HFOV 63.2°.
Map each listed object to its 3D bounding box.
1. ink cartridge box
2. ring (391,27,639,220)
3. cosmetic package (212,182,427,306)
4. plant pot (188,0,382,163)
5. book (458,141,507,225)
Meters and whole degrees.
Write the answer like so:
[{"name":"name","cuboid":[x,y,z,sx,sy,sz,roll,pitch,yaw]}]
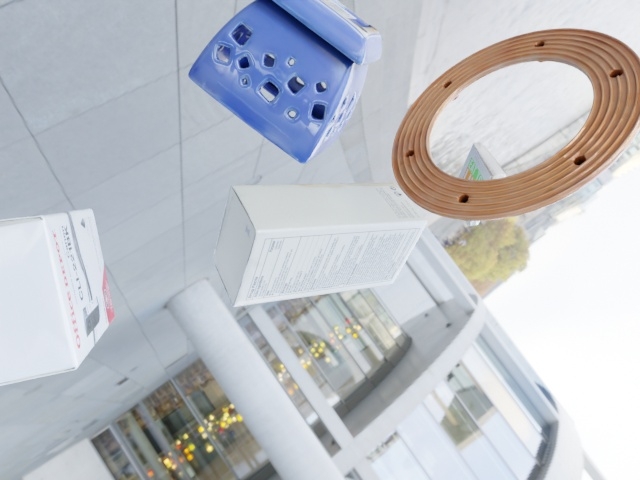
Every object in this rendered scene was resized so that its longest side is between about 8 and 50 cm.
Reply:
[{"name":"ink cartridge box","cuboid":[-0.390,0.061,0.737,0.114,0.197,0.273,-10,-173,-10]},{"name":"ring","cuboid":[0.254,-0.161,0.710,0.336,0.337,0.032,-37,130,8]},{"name":"cosmetic package","cuboid":[0.000,0.000,0.842,0.309,0.113,0.160,-3,133,-31]},{"name":"plant pot","cuboid":[-0.034,-0.296,0.856,0.212,0.236,0.236,-54,-179,26]},{"name":"book","cuboid":[0.314,-0.112,1.052,0.035,0.096,0.144,-8,142,-14]}]
